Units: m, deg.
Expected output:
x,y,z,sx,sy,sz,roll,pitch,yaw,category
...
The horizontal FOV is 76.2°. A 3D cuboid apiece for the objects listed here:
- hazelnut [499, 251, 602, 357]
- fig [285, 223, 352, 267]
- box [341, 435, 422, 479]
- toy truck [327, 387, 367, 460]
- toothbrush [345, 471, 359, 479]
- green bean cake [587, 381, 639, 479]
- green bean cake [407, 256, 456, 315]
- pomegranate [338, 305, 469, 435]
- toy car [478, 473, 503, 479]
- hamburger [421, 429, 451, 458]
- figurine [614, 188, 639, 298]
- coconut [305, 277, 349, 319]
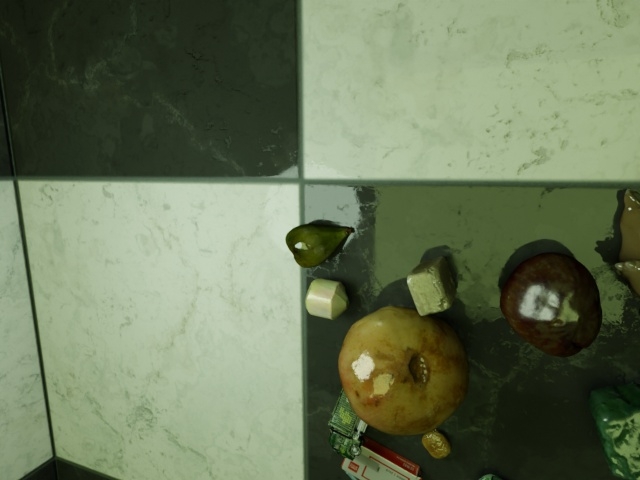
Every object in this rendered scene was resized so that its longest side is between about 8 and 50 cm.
x,y,z,sx,sy,sz,roll,pitch,yaw,category
0.532,0.149,0.951,0.217,0.218,0.234,-11,98,24,hazelnut
-0.011,0.000,1.190,0.184,0.126,0.133,-28,75,28,fig
0.191,0.715,1.280,0.229,0.050,0.123,24,108,17,box
0.105,0.517,1.234,0.121,0.088,0.259,22,95,17,toy truck
0.157,0.836,1.334,0.219,0.019,0.016,49,118,7,toothbrush
0.804,0.469,0.904,0.307,0.169,0.301,-18,83,21,green bean cake
0.291,0.114,1.056,0.085,0.179,0.109,-19,90,25,green bean cake
0.206,0.332,1.076,0.337,0.338,0.339,4,102,21,pomegranate
0.541,0.736,1.128,0.224,0.076,0.090,32,112,22,toy car
0.341,0.598,1.200,0.076,0.044,0.083,-43,80,22,hamburger
0.732,0.030,0.862,0.177,0.173,0.247,12,105,20,figurine
0.026,0.174,1.214,0.122,0.116,0.116,13,105,18,coconut
